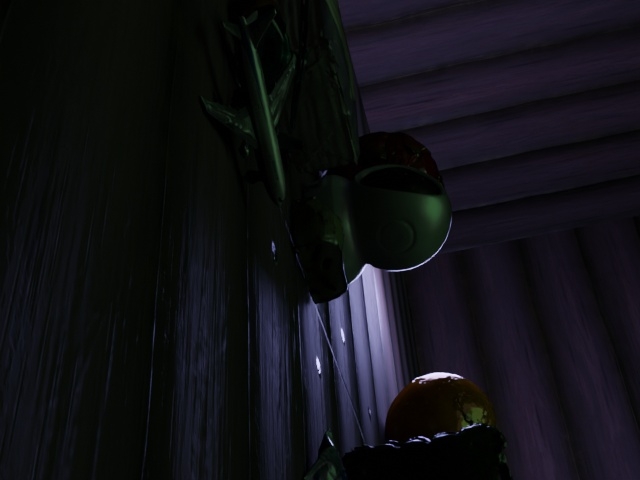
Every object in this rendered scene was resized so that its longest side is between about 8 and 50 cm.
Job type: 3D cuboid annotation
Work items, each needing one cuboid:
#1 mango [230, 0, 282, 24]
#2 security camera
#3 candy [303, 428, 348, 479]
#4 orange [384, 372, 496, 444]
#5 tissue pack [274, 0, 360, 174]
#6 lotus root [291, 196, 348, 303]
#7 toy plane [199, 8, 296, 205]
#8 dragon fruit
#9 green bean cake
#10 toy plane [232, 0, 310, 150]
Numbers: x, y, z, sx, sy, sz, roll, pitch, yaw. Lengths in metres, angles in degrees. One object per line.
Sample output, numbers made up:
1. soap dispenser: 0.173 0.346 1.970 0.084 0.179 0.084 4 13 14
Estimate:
1. mango: -0.081 -0.295 1.332 0.127 0.063 0.077 -90 158 -61
2. security camera: 0.103 -0.031 1.673 0.194 0.236 0.194 -9 90 -81
3. candy: 0.010 0.301 1.225 0.136 0.038 0.088 -53 129 -68
4. orange: 0.264 0.412 2.179 0.246 0.246 0.246 -11 90 -83
5. tissue pack: -0.023 -0.305 1.544 0.242 0.125 0.343 71 11 -47
6. lotus root: 0.003 -0.002 1.500 0.143 0.070 0.144 70 11 -54
7. toy plane: -0.070 -0.148 1.124 0.226 0.058 0.226 -41 134 -58
8. dragon fruit: 0.126 -0.089 1.909 0.299 0.244 0.244 -150 -133 -76
9. green bean cake: 0.166 0.400 1.445 0.132 0.255 0.241 67 9 -69
10. toy plane: -0.061 -0.209 1.251 0.060 0.096 0.235 -89 -176 -48
